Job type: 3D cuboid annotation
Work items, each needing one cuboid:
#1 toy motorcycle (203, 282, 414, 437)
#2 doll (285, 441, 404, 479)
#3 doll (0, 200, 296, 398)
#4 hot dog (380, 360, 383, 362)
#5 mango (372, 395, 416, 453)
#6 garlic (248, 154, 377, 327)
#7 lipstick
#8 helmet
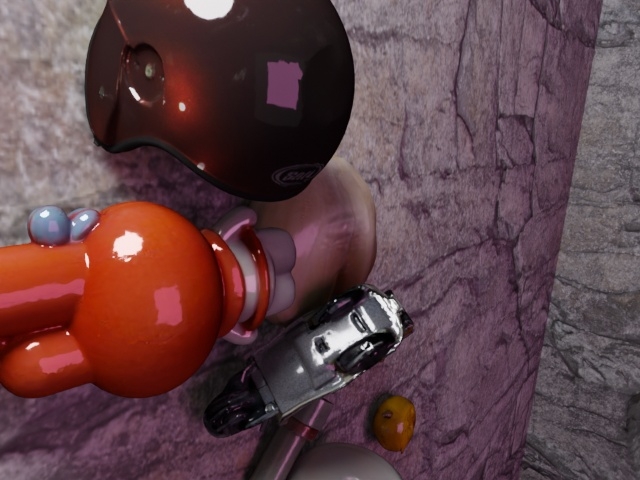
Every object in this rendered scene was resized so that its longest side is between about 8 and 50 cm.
[{"bbox_3d":[-0.012,0.145,0.575,0.263,0.091,0.157,-32,160,-3],"label":"toy motorcycle"},{"bbox_3d":[0.023,0.420,0.698,0.251,0.221,0.220,-70,164,-76],"label":"doll"},{"bbox_3d":[-0.144,0.046,0.397,0.291,0.130,0.160,-10,110,-42],"label":"doll"},{"bbox_3d":[0.087,0.192,0.845,0.083,0.021,0.037,18,65,-51],"label":"hot dog"},{"bbox_3d":[0.147,0.349,0.942,0.187,0.066,0.101,40,60,-57],"label":"mango"},{"bbox_3d":[0.000,0.000,0.595,0.217,0.110,0.227,-36,128,-38],"label":"garlic"},{"bbox_3d":[-0.054,0.288,0.658,0.186,0.063,0.057,-60,140,-11],"label":"lipstick"},{"bbox_3d":[-0.072,-0.134,0.401,0.189,0.193,0.216,-16,71,-51],"label":"helmet"}]
